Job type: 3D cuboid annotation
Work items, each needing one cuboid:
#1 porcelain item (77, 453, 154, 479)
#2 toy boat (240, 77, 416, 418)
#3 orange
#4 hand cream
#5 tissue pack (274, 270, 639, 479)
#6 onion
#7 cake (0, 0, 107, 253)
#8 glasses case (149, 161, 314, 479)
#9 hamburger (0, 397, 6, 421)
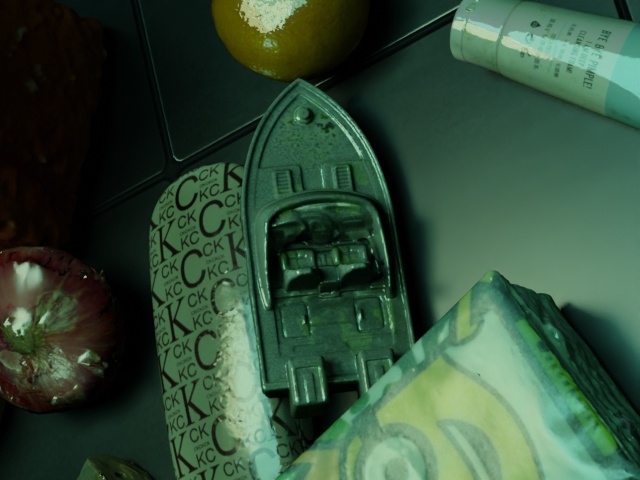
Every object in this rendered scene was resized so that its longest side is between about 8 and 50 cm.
[{"bbox_3d":[-0.239,0.317,1.686,0.081,0.069,0.215,36,105,31],"label":"porcelain item"},{"bbox_3d":[0.000,0.000,1.547,0.141,0.092,0.319,-6,70,-7],"label":"toy boat"},{"bbox_3d":[-0.025,-0.227,1.621,0.156,0.124,0.156,-1,86,21],"label":"orange"},{"bbox_3d":[0.261,-0.146,1.450,0.312,0.070,0.111,23,91,29],"label":"hand cream"},{"bbox_3d":[0.119,0.214,1.411,0.311,0.128,0.228,-45,57,18],"label":"tissue pack"},{"bbox_3d":[-0.274,0.080,1.726,0.184,0.147,0.184,5,118,11],"label":"onion"},{"bbox_3d":[-0.419,-0.132,1.785,0.319,0.270,0.269,2,78,34],"label":"cake"},{"bbox_3d":[-0.085,0.097,1.609,0.137,0.085,0.354,-20,68,29],"label":"glasses case"},{"bbox_3d":[-0.481,0.142,1.800,0.274,0.212,0.274,-9,74,34],"label":"hamburger"}]
